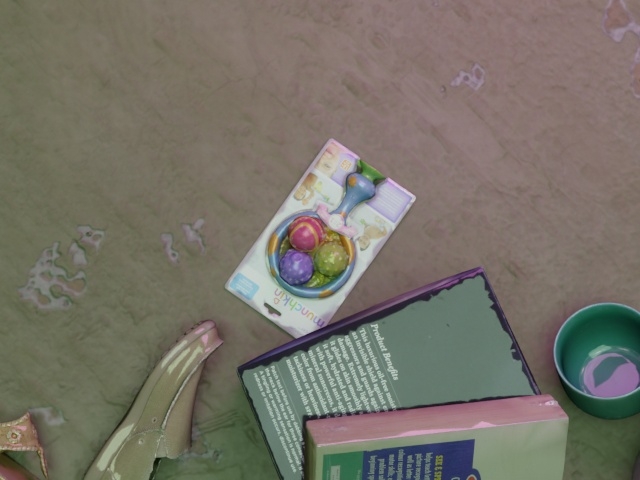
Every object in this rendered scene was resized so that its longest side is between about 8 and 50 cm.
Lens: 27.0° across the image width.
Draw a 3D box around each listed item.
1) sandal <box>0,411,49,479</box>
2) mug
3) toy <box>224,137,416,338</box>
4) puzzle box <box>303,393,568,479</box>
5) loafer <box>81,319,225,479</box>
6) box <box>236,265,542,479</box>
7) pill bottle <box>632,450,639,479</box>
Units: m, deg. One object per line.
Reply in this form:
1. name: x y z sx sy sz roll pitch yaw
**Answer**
1. sandal: -0.391 0.236 1.640 0.240 0.088 0.079 35 90 7
2. mug: 0.361 0.166 1.641 0.130 0.097 0.157 -17 57 9
3. toy: 0.000 0.000 1.689 0.137 0.056 0.237 35 84 3
4. puzzle box: 0.115 0.361 1.435 0.272 0.052 0.408 -4 115 -13
5. loafer: -0.191 0.220 1.646 0.092 0.102 0.268 34 94 1
6. box: 0.072 0.172 1.554 0.294 0.296 0.182 -22 84 -4
7. pill bottle: 0.490 0.289 1.501 0.224 0.392 0.224 0 83 -1
